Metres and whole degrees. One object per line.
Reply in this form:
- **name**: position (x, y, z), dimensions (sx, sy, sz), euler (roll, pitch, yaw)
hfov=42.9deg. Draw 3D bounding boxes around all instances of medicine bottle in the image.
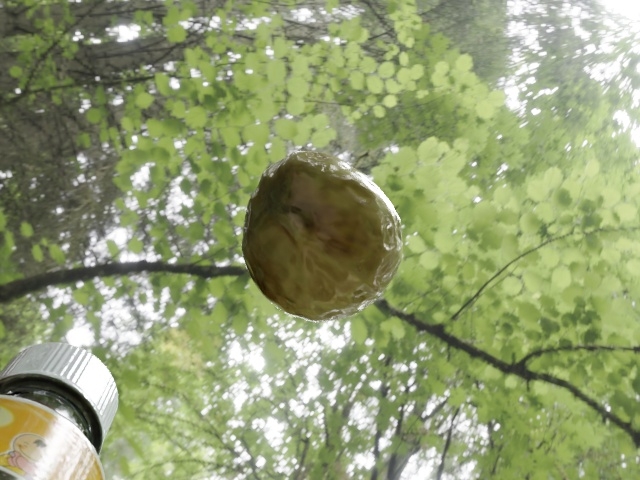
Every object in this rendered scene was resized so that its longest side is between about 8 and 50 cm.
- **medicine bottle**: position (-0.370, 0.274, 0.957), dimensions (0.242, 0.395, 0.242), euler (-2, -73, -5)

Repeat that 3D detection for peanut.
- **peanut**: position (0.000, 0.000, 0.710), dimensions (0.140, 0.109, 0.159), euler (41, -42, 16)
